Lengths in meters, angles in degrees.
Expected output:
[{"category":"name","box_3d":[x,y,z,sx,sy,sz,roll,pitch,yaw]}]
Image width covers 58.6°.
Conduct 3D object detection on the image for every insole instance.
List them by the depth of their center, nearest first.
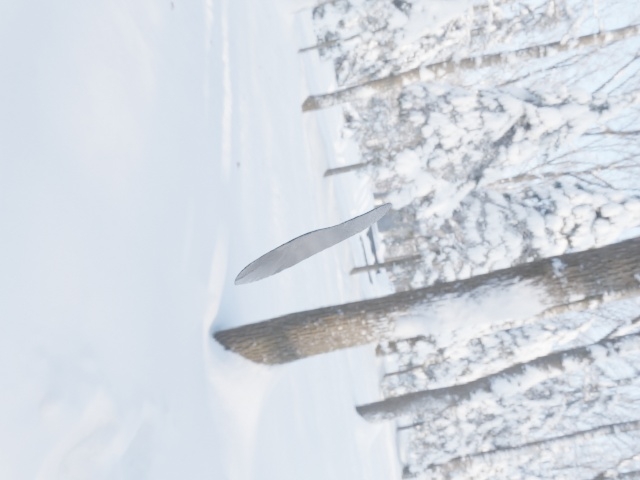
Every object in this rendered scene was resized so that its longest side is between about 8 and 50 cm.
[{"category":"insole","box_3d":[0.000,0.000,0.384,0.002,0.153,0.053,54,-44,13]}]
